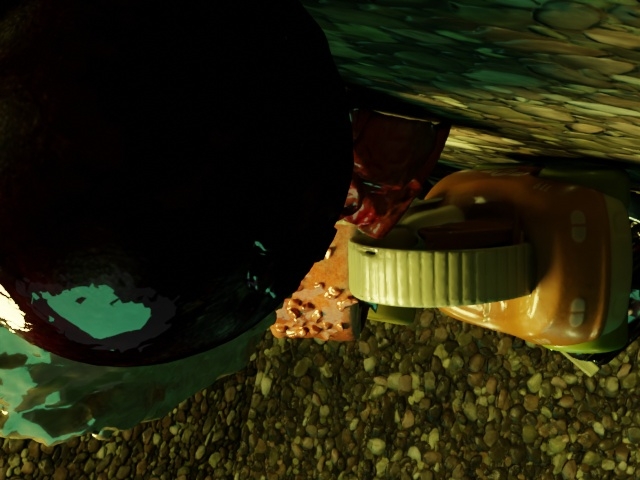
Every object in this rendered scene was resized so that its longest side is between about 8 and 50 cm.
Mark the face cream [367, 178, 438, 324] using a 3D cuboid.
[{"bbox_3d":[0.028,-0.004,1.743,0.218,0.179,0.218,12,179,0],"label":"face cream"}]

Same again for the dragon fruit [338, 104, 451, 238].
[{"bbox_3d":[0.016,-0.087,1.010,0.092,0.122,0.192,-33,152,25],"label":"dragon fruit"}]

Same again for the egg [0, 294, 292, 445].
[{"bbox_3d":[-0.148,-0.017,0.834,0.279,0.279,0.310,12,-166,32],"label":"egg"}]

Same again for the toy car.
[{"bbox_3d":[0.121,0.013,1.138,0.235,0.145,0.235,-1,-173,0],"label":"toy car"}]

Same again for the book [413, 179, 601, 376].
[{"bbox_3d":[0.200,0.033,1.550,0.283,0.025,0.215,42,-169,4],"label":"book"}]

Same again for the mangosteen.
[{"bbox_3d":[-0.097,-0.052,0.626,0.230,0.194,0.194,36,-172,21],"label":"mangosteen"}]

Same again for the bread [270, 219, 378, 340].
[{"bbox_3d":[0.000,0.000,1.460,0.143,0.211,0.224,8,180,8],"label":"bread"}]

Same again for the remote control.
[{"bbox_3d":[0.281,0.044,1.389,0.062,0.144,0.399,48,-170,0],"label":"remote control"}]

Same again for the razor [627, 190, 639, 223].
[{"bbox_3d":[0.267,-0.030,1.288,0.253,0.042,0.082,9,-164,42],"label":"razor"}]
